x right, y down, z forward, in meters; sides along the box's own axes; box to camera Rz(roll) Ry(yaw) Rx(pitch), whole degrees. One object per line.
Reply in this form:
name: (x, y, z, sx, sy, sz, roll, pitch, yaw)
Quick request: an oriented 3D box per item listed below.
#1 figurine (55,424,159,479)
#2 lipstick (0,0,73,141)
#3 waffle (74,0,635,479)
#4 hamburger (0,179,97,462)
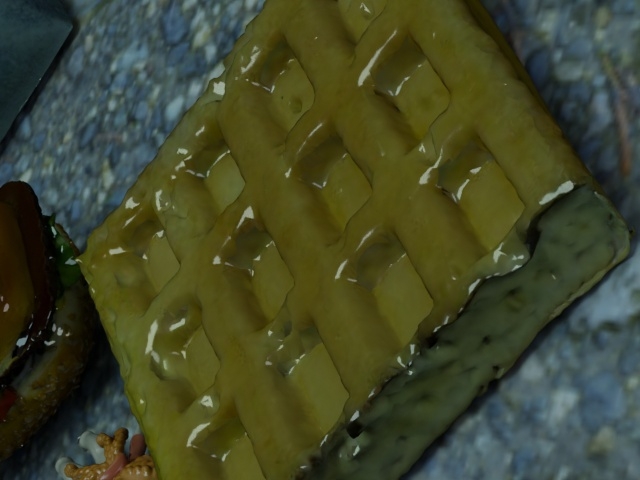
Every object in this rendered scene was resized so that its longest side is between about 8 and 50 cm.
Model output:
figurine: (-0.099, 0.113, 0.831, 0.064, 0.047, 0.109, -49, 29, -14)
lipstick: (-0.255, -0.044, 1.061, 0.290, 0.076, 0.077, -53, 39, 14)
waffle: (0.000, 0.000, 0.757, 0.248, 0.055, 0.221, -50, 42, 23)
hamburger: (-0.178, 0.051, 0.915, 0.166, 0.087, 0.137, -44, 44, 26)
